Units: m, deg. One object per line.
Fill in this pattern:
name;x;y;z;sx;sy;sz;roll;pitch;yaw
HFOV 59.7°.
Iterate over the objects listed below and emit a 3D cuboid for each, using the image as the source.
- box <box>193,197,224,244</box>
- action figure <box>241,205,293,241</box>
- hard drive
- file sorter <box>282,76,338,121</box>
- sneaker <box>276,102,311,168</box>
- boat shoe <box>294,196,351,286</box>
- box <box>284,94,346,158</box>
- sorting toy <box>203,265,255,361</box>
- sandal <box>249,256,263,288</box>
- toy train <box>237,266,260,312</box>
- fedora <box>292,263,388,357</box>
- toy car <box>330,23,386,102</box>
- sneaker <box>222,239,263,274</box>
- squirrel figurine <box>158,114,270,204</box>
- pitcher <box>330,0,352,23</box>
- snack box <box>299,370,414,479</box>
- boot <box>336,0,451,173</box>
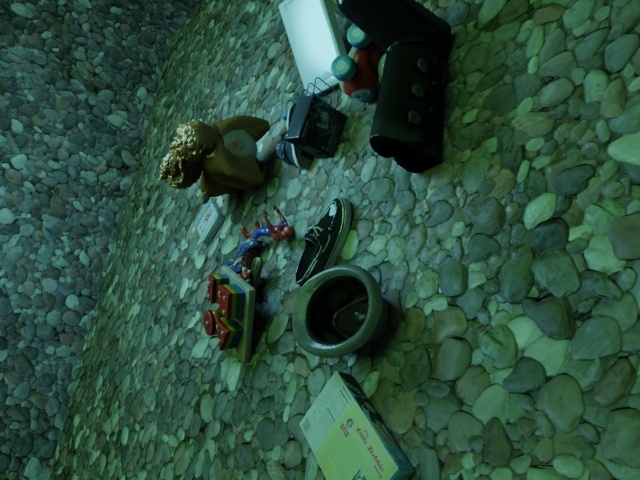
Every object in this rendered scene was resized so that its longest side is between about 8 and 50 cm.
box;-0.488;-0.087;2.433;0.145;0.038;0.186;-56;37;14
action figure;-0.188;-0.068;1.939;0.280;0.091;0.139;8;121;52
hard drive;-0.019;-0.716;1.993;0.233;0.047;0.353;-10;100;51
file sorter;-0.033;-0.483;1.992;0.170;0.118;0.105;-26;45;43
sneaker;-0.105;-0.376;1.991;0.163;0.086;0.227;27;125;58
boat shoe;0.000;0.000;1.676;0.108;0.102;0.302;15;83;55
box;-0.016;-0.379;1.872;0.093;0.158;0.156;9;78;54
sorting toy;-0.320;0.247;1.888;0.257;0.089;0.256;27;115;55
sandal;-0.223;0.126;1.937;0.072;0.049;0.180;63;140;35
toy train;-0.259;0.183;1.909;0.125;0.046;0.166;-56;47;51
fedora;0.069;0.193;1.451;0.275;0.124;0.244;-20;57;36
toy car;0.194;-0.509;1.685;0.237;0.219;0.210;30;95;27
sneaker;-0.274;0.078;2.031;0.221;0.083;0.087;-48;51;32
squirrel figurine;-0.430;-0.303;2.189;0.370;0.396;0.281;-34;54;56
pitcher;0.086;-0.870;2.011;0.125;0.177;0.207;-53;37;31
snack box;0.073;0.488;1.328;0.187;0.060;0.322;-57;36;13
boot;0.178;-0.441;1.489;0.146;0.366;0.446;153;132;-65
